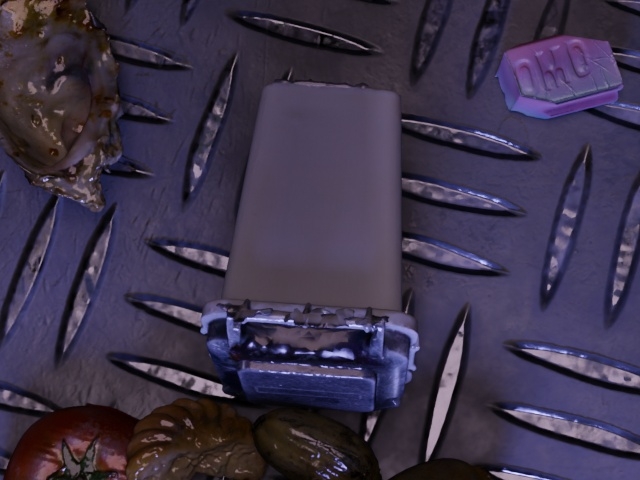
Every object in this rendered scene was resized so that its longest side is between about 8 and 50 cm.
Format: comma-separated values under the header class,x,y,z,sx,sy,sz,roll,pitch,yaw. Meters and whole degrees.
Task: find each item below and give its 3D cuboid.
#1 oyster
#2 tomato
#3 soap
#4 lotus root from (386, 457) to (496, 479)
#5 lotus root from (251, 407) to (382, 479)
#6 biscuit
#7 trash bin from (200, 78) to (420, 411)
class,x,y,z,sx,sy,sz,roll,pitch,yaw
oyster,-0.349,-0.201,1.663,0.221,0.096,0.361,-35,76,-12
tomato,-0.291,0.301,1.525,0.225,0.085,0.225,-1,72,5
soap,0.313,-0.219,1.654,0.149,0.056,0.100,-14,72,-1
lotus root,0.099,0.342,1.457,0.241,0.124,0.123,-31,52,-24
lotus root,0.000,0.260,1.515,0.179,0.080,0.089,31,98,-1
biscuit,-0.153,0.241,1.513,0.183,0.061,0.118,-4,57,-27
trash bin,0.000,0.000,1.498,0.255,0.296,0.368,4,69,5
